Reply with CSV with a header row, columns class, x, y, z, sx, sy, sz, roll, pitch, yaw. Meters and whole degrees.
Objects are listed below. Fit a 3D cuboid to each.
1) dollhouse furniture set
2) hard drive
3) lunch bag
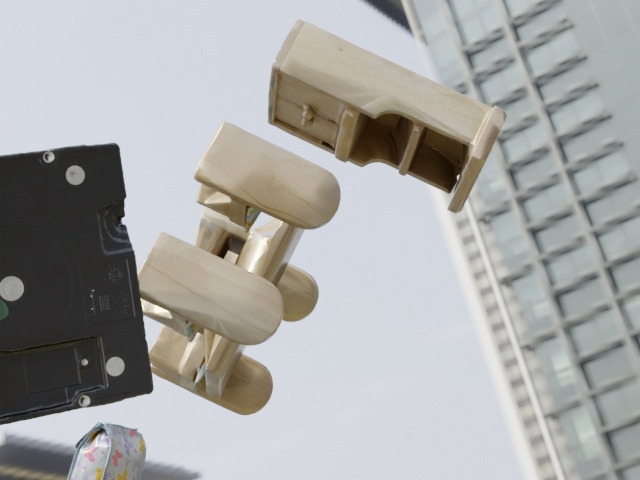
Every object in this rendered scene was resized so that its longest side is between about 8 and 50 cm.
class,x,y,z,sx,sy,sz,roll,pitch,yaw
dollhouse furniture set,0.000,0.000,1.486,0.256,0.394,0.362,25,-19,5
hard drive,-0.325,0.049,1.168,0.339,0.237,0.064,-10,3,-28
lunch bag,-0.217,0.228,1.375,0.053,0.083,0.071,12,-8,27
